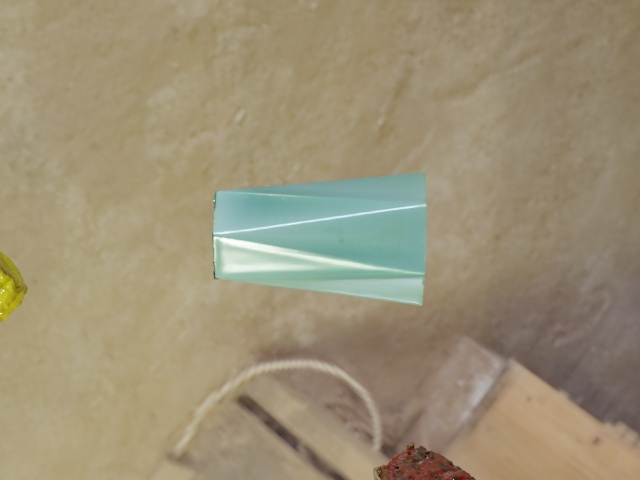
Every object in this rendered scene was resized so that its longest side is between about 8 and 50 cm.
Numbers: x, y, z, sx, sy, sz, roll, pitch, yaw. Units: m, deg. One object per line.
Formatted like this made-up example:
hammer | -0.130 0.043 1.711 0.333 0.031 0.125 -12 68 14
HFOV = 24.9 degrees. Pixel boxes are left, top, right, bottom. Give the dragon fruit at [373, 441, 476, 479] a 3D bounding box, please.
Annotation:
dragon fruit | 0.094 0.296 1.410 0.120 0.127 0.161 -12 115 -43

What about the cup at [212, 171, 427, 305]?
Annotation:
cup | 0.000 0.000 1.613 0.134 0.236 0.148 38 51 -86

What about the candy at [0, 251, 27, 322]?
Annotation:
candy | -0.464 0.094 1.827 0.199 0.106 0.094 -45 141 -3
